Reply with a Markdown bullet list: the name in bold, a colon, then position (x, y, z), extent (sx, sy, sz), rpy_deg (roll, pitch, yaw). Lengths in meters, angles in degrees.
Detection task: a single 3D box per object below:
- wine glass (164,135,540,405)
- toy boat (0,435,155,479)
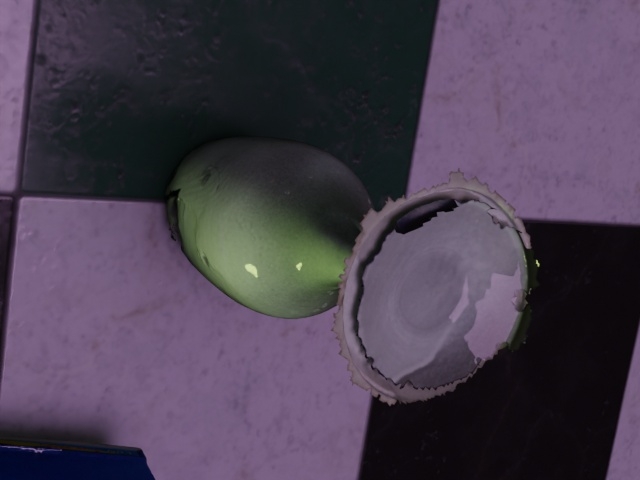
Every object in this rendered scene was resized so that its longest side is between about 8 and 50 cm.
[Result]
- **wine glass**: position (0.000, 0.000, 0.726), extent (0.143, 0.321, 0.144), rpy_deg (-7, 105, -26)
- **toy boat**: position (-0.275, 0.199, 0.758), extent (0.295, 0.088, 0.129), rpy_deg (9, 99, -23)
